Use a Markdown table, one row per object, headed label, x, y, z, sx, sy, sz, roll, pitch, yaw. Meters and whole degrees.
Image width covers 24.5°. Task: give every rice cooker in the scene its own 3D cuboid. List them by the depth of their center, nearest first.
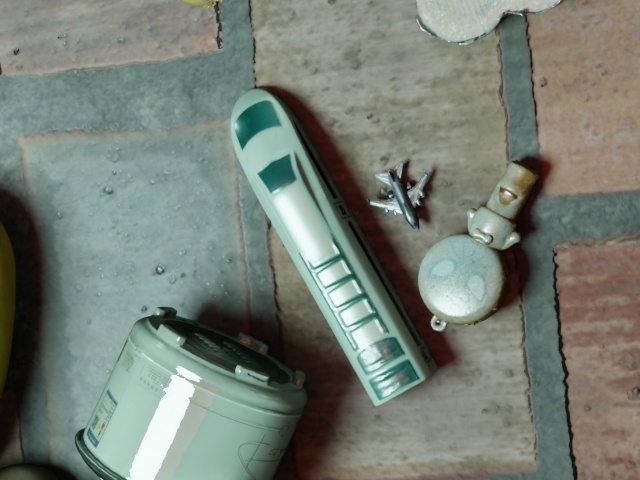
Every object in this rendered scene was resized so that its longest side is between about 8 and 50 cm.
| label | x | y | z | sx | sy | sz | roll | pitch | yaw |
| --- | --- | --- | --- | --- | --- | --- | --- | --- | --- |
| rice cooker | -0.150 | 0.221 | 1.722 | 0.280 | 0.241 | 0.227 | 30 | 98 | 46 |

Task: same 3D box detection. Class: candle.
| label | x | y | z | sx | sy | sz | roll | pitch | yaw |
| --- | --- | --- | --- | --- | --- | --- | --- | --- | --- |
| candle | 0.189 | -0.319 | 1.678 | 0.192 | 0.068 | 0.168 | -19 | 93 | 13 |

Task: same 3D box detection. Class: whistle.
| label | x | y | z | sx | sy | sz | roll | pitch | yaw |
| --- | --- | --- | --- | --- | --- | --- | --- | --- | --- |
| whistle | 0.188 | 0.009 | 1.716 | 0.107 | 0.057 | 0.220 | 30 | 96 | 23 |

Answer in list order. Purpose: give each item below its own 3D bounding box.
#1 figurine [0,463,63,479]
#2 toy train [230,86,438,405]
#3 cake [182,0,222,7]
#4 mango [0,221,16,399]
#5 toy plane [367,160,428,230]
| label | x | y | z | sx | sy | sz | roll | pitch | yaw |
| --- | --- | --- | --- | --- | --- | --- | --- | --- | --- |
| figurine | -0.344 | 0.370 | 1.828 | 0.275 | 0.158 | 0.161 | 38 | 91 | 15 |
| toy train | 0.000 | 0.000 | 1.742 | 0.086 | 0.088 | 0.407 | -30 | 86 | 14 |
| cake | -0.185 | -0.369 | 1.779 | 0.225 | 0.090 | 0.109 | 37 | 105 | 27 |
| mango | -0.494 | 0.156 | 1.781 | 0.232 | 0.300 | 0.445 | 22 | 82 | -17 |
| toy plane | 0.098 | -0.050 | 1.742 | 0.078 | 0.031 | 0.083 | -27 | 88 | 14 |
